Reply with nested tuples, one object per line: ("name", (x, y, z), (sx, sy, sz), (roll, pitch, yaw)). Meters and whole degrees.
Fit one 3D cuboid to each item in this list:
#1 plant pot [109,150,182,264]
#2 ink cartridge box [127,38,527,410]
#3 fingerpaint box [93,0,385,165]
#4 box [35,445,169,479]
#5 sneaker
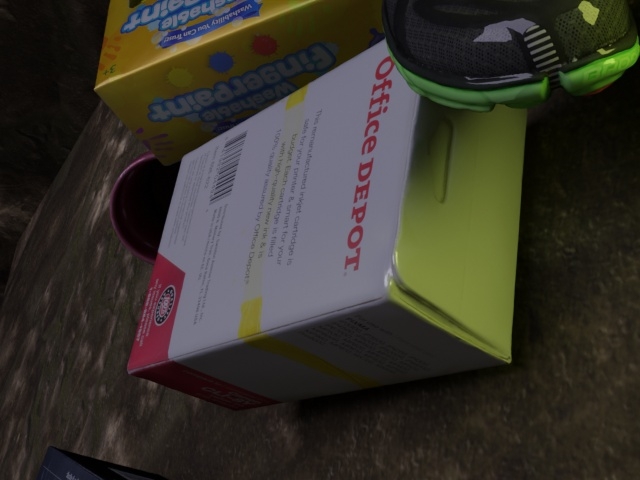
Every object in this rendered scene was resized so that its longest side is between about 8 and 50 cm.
("plant pot", (-0.244, -0.074, 1.396), (0.201, 0.201, 0.180), (-56, 11, 16))
("ink cartridge box", (0.000, 0.000, 0.805), (0.384, 0.160, 0.279), (-21, 49, 45))
("fingerpaint box", (-0.038, -0.338, 1.005), (0.444, 0.163, 0.371), (-16, 52, 18))
("box", (-0.269, 0.443, 0.973), (0.343, 0.178, 0.313), (-10, 59, 59))
("sneaker", (0.113, -0.288, 0.625), (0.185, 0.202, 0.483), (-14, 52, 10))
